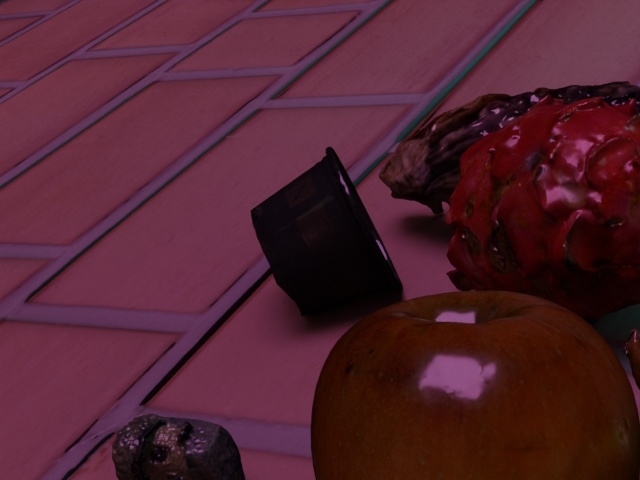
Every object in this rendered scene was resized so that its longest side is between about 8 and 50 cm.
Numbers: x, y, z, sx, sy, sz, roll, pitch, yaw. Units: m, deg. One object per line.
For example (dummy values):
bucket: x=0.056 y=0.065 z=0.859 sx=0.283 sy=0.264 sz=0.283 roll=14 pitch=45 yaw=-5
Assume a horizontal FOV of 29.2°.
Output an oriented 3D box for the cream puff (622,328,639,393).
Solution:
cream puff: x=0.300 y=0.097 z=0.865 sx=0.150 sy=0.115 sz=0.165 roll=-19 pitch=34 yaw=8

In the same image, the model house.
model house: x=-0.110 y=0.176 z=0.972 sx=0.083 sy=0.078 sz=0.066 roll=-2 pitch=31 yaw=23

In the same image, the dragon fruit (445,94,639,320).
dragon fruit: x=0.207 y=-0.020 z=1.071 sx=0.205 sy=0.210 sz=0.268 roll=7 pitch=-21 yaw=-28

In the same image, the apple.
apple: x=0.097 y=0.145 z=0.814 sx=0.237 sy=0.207 sz=0.237 roll=-3 pitch=10 yaw=1

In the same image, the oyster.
oyster: x=0.214 y=-0.106 z=1.247 sx=0.271 sy=0.100 sz=0.275 roll=-7 pitch=-13 yaw=-16

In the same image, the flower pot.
flower pot: x=0.000 y=0.000 z=1.198 sx=0.107 sy=0.157 sz=0.157 roll=-26 pitch=25 yaw=3
